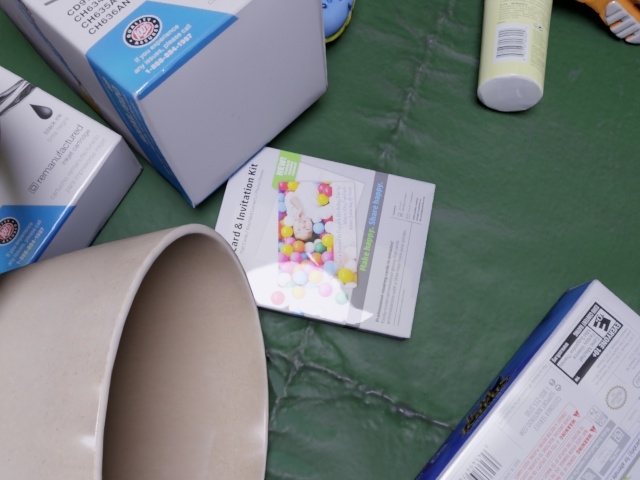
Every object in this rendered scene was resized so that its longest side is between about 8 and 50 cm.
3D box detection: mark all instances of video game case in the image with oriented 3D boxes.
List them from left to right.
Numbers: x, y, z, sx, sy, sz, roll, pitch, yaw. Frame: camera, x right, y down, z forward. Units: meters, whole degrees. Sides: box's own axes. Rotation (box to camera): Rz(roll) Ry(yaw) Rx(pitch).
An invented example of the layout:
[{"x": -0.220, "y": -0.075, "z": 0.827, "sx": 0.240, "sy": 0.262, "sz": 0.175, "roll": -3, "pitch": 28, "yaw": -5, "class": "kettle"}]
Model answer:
[{"x": 0.234, "y": 0.213, "z": 0.493, "sx": 0.244, "sy": 0.061, "sz": 0.269, "roll": 42, "pitch": 78, "yaw": 8, "class": "video game case"}]

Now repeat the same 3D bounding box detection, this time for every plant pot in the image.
[{"x": -0.202, "y": 0.128, "z": 0.410, "sx": 0.273, "sy": 0.256, "sz": 0.257, "roll": -4, "pitch": 76, "yaw": 11, "class": "plant pot"}]

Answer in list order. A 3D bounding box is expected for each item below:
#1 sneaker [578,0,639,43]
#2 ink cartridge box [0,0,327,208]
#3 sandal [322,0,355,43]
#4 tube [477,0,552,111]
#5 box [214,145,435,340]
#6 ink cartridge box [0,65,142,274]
[{"x": 0.274, "y": -0.282, "z": 0.585, "sx": 0.214, "sy": 0.084, "sz": 0.083, "roll": 29, "pitch": 59, "yaw": -31, "class": "sneaker"}, {"x": -0.136, "y": -0.186, "z": 0.492, "sx": 0.232, "sy": 0.168, "sz": 0.171, "roll": 41, "pitch": 76, "yaw": 17, "class": "ink cartridge box"}, {"x": -0.020, "y": -0.344, "z": 0.573, "sx": 0.126, "sy": 0.138, "sz": 0.318, "roll": -2, "pitch": 78, "yaw": -7, "class": "sandal"}, {"x": 0.202, "y": -0.247, "z": 0.609, "sx": 0.062, "sy": 0.070, "sz": 0.240, "roll": -5, "pitch": 66, "yaw": 39, "class": "tube"}, {"x": 0.000, "y": 0.000, "z": 0.541, "sx": 0.186, "sy": 0.038, "sz": 0.145, "roll": 13, "pitch": 75, "yaw": 0, "class": "box"}, {"x": -0.286, "y": -0.065, "z": 0.513, "sx": 0.203, "sy": 0.086, "sz": 0.148, "roll": 29, "pitch": 77, "yaw": 3, "class": "ink cartridge box"}]
